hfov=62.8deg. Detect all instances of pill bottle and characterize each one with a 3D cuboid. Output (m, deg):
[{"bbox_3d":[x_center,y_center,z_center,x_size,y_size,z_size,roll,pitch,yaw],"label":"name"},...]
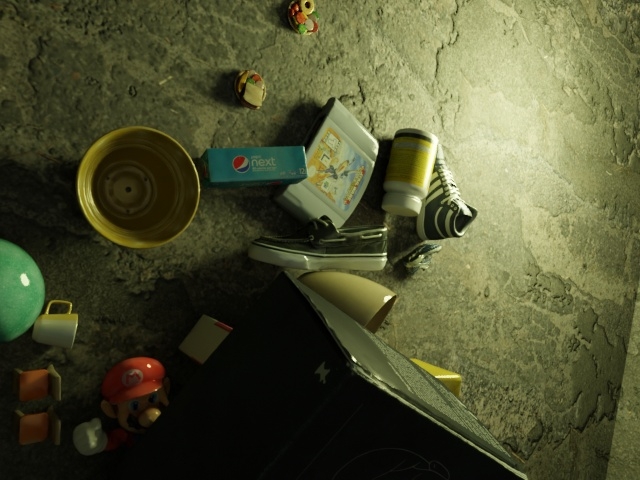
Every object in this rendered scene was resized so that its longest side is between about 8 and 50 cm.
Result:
[{"bbox_3d":[0.229,-0.175,1.367,0.119,0.119,0.208,20,80,-36],"label":"pill bottle"}]

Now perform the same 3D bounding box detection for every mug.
[{"bbox_3d":[-0.462,0.150,0.911,0.064,0.078,0.062,11,118,-28],"label":"mug"}]

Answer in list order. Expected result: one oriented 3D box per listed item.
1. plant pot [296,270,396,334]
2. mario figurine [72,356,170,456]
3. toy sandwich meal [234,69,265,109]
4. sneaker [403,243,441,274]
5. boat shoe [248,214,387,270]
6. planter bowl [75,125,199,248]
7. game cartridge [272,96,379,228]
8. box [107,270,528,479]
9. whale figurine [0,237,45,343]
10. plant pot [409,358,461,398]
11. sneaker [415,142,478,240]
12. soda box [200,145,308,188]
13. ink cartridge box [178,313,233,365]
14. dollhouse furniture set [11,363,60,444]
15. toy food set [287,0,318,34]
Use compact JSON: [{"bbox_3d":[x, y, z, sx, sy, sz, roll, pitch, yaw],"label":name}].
[{"bbox_3d":[0.008,0.176,1.150,0.191,0.284,0.284,37,63,15],"label":"plant pot"},{"bbox_3d":[-0.311,0.365,0.951,0.198,0.170,0.320,-47,133,-65],"label":"mario figurine"},{"bbox_3d":[-0.148,-0.327,1.130,0.086,0.029,0.085,-2,94,-37],"label":"toy sandwich meal"},{"bbox_3d":[0.286,0.052,1.470,0.135,0.052,0.058,-26,118,-25],"label":"sneaker"},{"bbox_3d":[0.000,0.000,1.182,0.335,0.121,0.119,2,99,-28],"label":"boat shoe"},{"bbox_3d":[-0.340,-0.095,0.960,0.217,0.090,0.217,-3,95,-36],"label":"planter bowl"},{"bbox_3d":[0.027,-0.167,1.258,0.198,0.062,0.297,36,71,-28],"label":"game cartridge"},{"bbox_3d":[-0.007,0.398,0.877,0.472,0.297,0.480,39,94,-33],"label":"box"},{"bbox_3d":[-0.555,0.101,0.777,0.272,0.141,0.216,-26,108,-32],"label":"whale figurine"},{"bbox_3d":[0.204,0.420,1.336,0.187,0.212,0.212,10,86,-24],"label":"plant pot"},{"bbox_3d":[0.346,-0.138,1.434,0.099,0.153,0.282,2,91,-38],"label":"sneaker"},{"bbox_3d":[-0.137,-0.153,1.094,0.210,0.067,0.071,-6,86,-25],"label":"soda box"},{"bbox_3d":[-0.161,0.261,1.069,0.218,0.159,0.092,46,69,-29],"label":"ink cartridge box"},{"bbox_3d":[-0.542,0.328,0.801,0.262,0.135,0.259,1,92,-37],"label":"dollhouse furniture set"},{"bbox_3d":[-0.039,-0.515,1.209,0.083,0.020,0.082,-40,115,-29],"label":"toy food set"}]
